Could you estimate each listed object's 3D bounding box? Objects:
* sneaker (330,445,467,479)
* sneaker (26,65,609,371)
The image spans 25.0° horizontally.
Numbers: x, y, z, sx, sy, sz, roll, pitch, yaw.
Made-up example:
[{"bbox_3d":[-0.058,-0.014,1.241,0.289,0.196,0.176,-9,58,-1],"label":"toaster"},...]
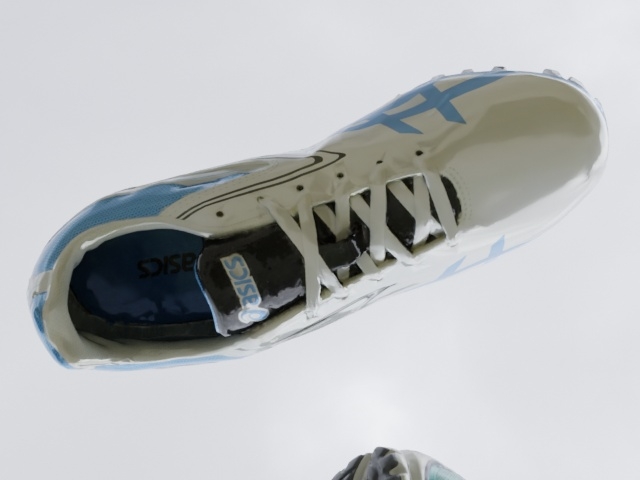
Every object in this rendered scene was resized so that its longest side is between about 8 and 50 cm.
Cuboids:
[{"bbox_3d":[0.058,0.243,0.766,0.110,0.107,0.275,24,-125,-27],"label":"sneaker"},{"bbox_3d":[0.000,0.000,0.560,0.237,0.085,0.086,-18,-157,8],"label":"sneaker"}]
